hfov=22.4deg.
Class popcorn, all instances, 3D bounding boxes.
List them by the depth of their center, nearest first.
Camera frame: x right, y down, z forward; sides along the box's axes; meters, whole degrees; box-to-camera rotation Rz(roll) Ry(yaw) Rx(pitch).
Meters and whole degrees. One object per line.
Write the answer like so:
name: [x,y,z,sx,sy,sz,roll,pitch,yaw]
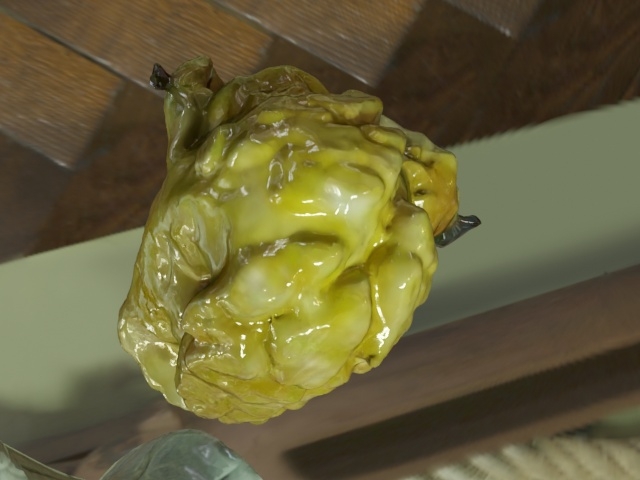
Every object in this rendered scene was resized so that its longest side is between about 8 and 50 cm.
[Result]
popcorn: [0.000,0.000,0.351,0.084,0.084,0.084,0,89,10]

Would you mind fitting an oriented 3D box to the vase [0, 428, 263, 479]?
vase: [-0.210,0.179,0.817,0.250,0.445,0.250,-8,78,39]
